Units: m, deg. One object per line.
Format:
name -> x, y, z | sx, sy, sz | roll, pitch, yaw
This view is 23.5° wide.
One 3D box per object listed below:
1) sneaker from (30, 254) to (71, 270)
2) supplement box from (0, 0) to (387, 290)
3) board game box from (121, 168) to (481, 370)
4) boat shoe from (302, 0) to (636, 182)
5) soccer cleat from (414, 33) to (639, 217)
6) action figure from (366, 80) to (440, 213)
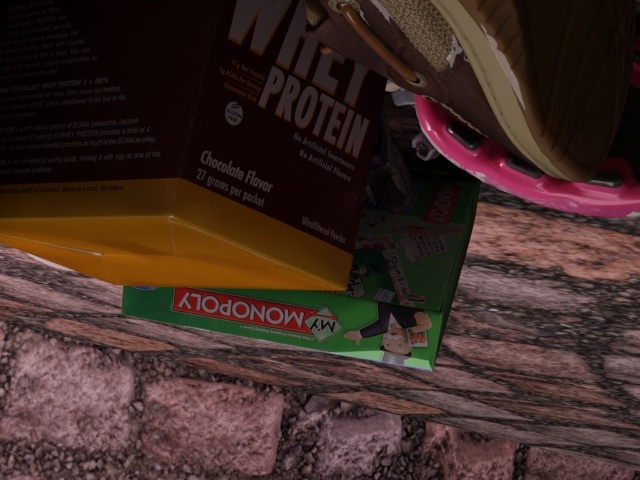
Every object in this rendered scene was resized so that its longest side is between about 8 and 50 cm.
sneaker -> -0.115, -0.019, 1.338 | 0.305, 0.152, 0.114 | 21, 125, 0
supplement box -> -0.076, -0.084, 0.827 | 0.191, 0.194, 0.129 | 0, 163, 43
board game box -> 0.000, 0.000, 1.148 | 0.214, 0.046, 0.317 | 10, -161, 8
boat shoe -> 0.047, -0.132, 0.708 | 0.123, 0.123, 0.342 | 13, 168, 34
soccer cleat -> 0.222, -0.053, 0.896 | 0.331, 0.116, 0.143 | 7, 167, 16
action figure -> 0.004, -0.074, 1.013 | 0.185, 0.099, 0.285 | -9, 175, 4
